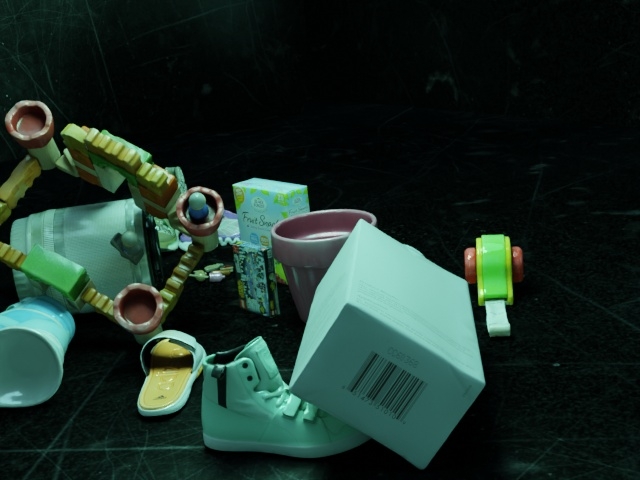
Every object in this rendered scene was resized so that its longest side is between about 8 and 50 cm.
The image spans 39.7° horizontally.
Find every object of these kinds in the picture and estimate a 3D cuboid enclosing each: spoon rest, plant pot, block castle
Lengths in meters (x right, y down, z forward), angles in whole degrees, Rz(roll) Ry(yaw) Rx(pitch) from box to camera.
[{"bbox_3d":[-0.544,0.220,1.427,0.276,0.137,0.084,-16,15,13],"label":"spoon rest"},{"bbox_3d":[0.014,0.053,1.652,0.201,0.180,0.201,-5,18,2],"label":"plant pot"},{"bbox_3d":[-0.422,-0.041,1.606,0.453,0.213,0.303,27,68,8],"label":"block castle"}]

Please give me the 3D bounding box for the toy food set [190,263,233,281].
[{"bbox_3d":[-0.235,0.074,1.951,0.077,0.019,0.122,5,12,31],"label":"toy food set"}]

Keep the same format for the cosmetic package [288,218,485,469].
[{"bbox_3d":[0.099,0.128,1.284,0.217,0.156,0.385,31,16,-3],"label":"cosmetic package"}]

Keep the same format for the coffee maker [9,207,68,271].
[{"bbox_3d":[-0.594,0.040,1.996,0.178,0.171,0.120,-40,7,-26],"label":"coffee maker"}]

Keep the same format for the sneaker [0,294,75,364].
[{"bbox_3d":[-0.590,0.174,1.574,0.318,0.127,0.208,4,19,2],"label":"sneaker"}]

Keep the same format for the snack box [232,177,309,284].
[{"bbox_3d":[-0.097,-0.019,1.882,0.070,0.207,0.174,-20,22,-40],"label":"snack box"}]

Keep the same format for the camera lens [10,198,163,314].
[{"bbox_3d":[-0.467,0.036,1.806,0.274,0.220,0.219,-8,17,-7],"label":"camera lens"}]

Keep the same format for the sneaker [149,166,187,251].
[{"bbox_3d":[-0.423,-0.085,2.248,0.157,0.182,0.410,-4,18,6],"label":"sneaker"}]

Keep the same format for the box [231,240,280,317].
[{"bbox_3d":[-0.125,0.074,1.707,0.027,0.137,0.094,-20,21,-41],"label":"box"}]

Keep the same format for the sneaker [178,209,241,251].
[{"bbox_3d":[-0.239,-0.043,2.187,0.236,0.105,0.095,-11,16,-22],"label":"sneaker"}]

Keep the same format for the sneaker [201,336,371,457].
[{"bbox_3d":[-0.045,0.210,1.215,0.255,0.151,0.094,-2,16,8],"label":"sneaker"}]

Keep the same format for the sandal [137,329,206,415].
[{"bbox_3d":[-0.246,0.197,1.452,0.101,0.076,0.265,-6,17,-1],"label":"sandal"}]

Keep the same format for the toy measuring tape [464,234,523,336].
[{"bbox_3d":[0.320,0.064,1.628,0.121,0.122,0.330,-3,17,10],"label":"toy measuring tape"}]
